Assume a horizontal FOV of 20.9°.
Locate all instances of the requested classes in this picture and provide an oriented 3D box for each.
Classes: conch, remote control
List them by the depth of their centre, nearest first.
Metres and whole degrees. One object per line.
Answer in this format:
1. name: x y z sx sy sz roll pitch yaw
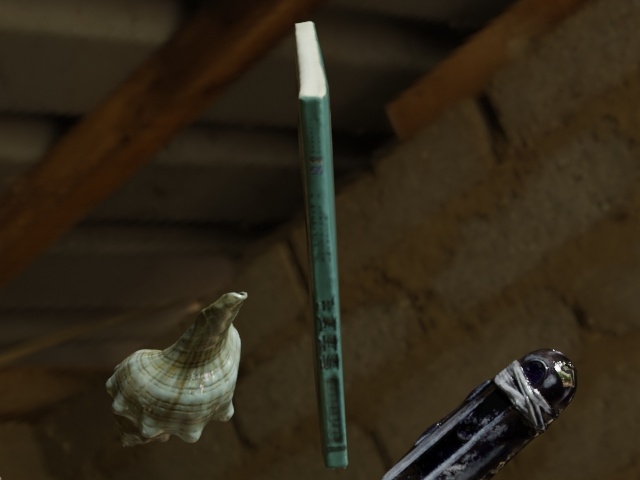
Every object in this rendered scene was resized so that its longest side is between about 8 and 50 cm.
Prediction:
1. remote control: 0.162 0.212 1.857 0.266 0.090 0.066 -44 -27 10
2. conch: -0.193 0.209 2.614 0.386 0.169 0.203 -33 6 34

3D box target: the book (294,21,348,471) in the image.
1. book: 0.000 0.000 1.697 0.031 0.379 0.264 -4 21 -1
